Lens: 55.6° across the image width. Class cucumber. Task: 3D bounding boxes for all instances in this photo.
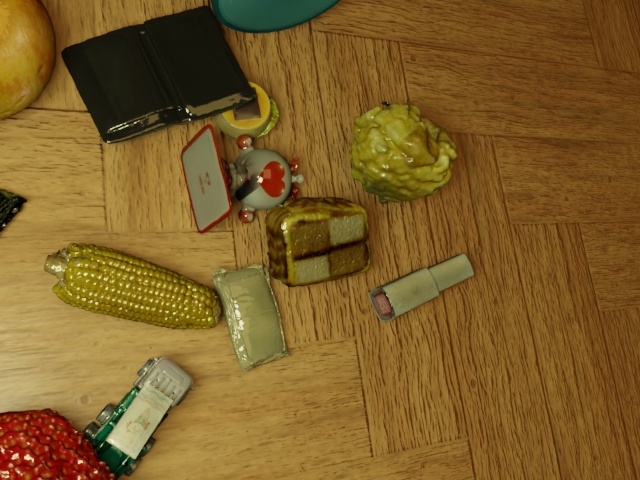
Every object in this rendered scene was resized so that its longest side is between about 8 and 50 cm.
[{"bbox_3d":[-0.598,0.006,1.021,0.067,0.067,0.245,34,63,-13],"label":"cucumber"}]

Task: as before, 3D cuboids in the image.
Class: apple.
[{"bbox_3d":[-0.597,-0.344,1.026,0.285,0.233,0.286,7,74,-24],"label":"apple"}]

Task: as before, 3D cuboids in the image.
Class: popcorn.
[{"bbox_3d":[0.182,-0.204,1.363,0.249,0.249,0.225,23,54,-18],"label":"popcorn"}]

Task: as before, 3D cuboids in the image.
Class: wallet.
[{"bbox_3d":[-0.324,-0.335,1.227,0.322,0.041,0.247,-24,80,-16],"label":"wallet"}]

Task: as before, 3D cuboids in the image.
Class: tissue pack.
[{"bbox_3d":[-0.291,0.290,0.979,0.056,0.023,0.108,37,57,-11],"label":"tissue pack"}]

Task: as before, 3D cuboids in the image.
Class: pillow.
[{"bbox_3d":[-0.136,0.146,1.205,0.119,0.053,0.208,-12,81,-31],"label":"pillow"}]

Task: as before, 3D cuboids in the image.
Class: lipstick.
[{"bbox_3d":[0.234,0.101,1.379,0.252,0.079,0.078,-22,84,-30],"label":"lipstick"}]

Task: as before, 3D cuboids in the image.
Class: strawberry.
[{"bbox_3d":[-0.437,0.423,0.877,0.311,0.267,0.351,-27,72,1],"label":"strawberry"}]

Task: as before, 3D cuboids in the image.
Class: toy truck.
[{"bbox_3d":[-0.311,0.304,1.042,0.110,0.116,0.216,42,63,-9],"label":"toy truck"}]

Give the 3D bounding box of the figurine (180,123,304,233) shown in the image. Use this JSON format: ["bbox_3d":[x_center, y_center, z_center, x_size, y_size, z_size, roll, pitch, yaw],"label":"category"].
[{"bbox_3d":[-0.138,-0.129,1.242,0.226,0.160,0.184,-8,80,-36],"label":"figurine"}]

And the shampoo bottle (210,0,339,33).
[{"bbox_3d":[-0.122,-0.683,1.290,0.331,0.331,0.343,-15,81,-28],"label":"shampoo bottle"}]

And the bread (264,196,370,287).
[{"bbox_3d":[0.000,0.000,1.256,0.222,0.096,0.182,-9,109,-28],"label":"bread"}]

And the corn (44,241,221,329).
[{"bbox_3d":[-0.331,0.088,1.096,0.321,0.119,0.119,17,69,-23],"label":"corn"}]

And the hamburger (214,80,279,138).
[{"bbox_3d":[-0.159,-0.277,1.300,0.141,0.081,0.127,-26,84,-16],"label":"hamburger"}]
